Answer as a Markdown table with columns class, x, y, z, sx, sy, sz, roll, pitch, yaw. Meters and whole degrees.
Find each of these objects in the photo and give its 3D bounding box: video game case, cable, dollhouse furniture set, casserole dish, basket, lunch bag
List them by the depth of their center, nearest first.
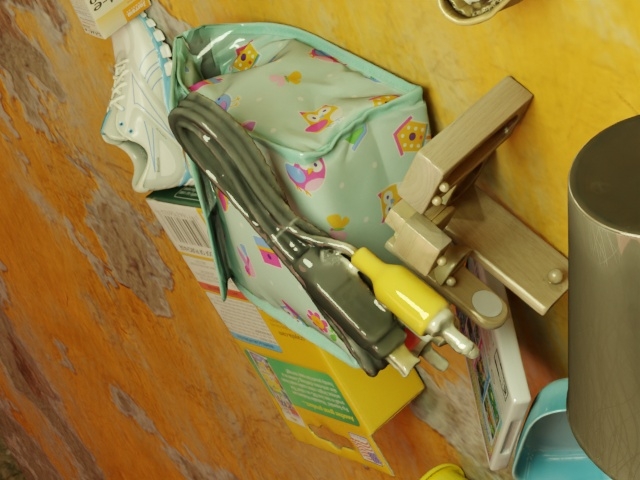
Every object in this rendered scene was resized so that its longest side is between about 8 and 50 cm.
| class | x | y | z | sx | sy | sz | roll | pitch | yaw |
| --- | --- | --- | --- | --- | --- | --- | --- | --- | --- |
| basket | 0.238 | 0.042 | 1.180 | 0.204 | 0.154 | 0.227 | 32 | 148 | 41 |
| dollhouse furniture set | 0.134 | -0.016 | 1.328 | 0.123 | 0.144 | 0.151 | 40 | 142 | 12 |
| cable | 0.000 | 0.000 | 1.371 | 0.287 | 0.072 | 0.139 | 48 | 164 | 5 |
| casserole dish | 0.216 | 0.154 | 1.478 | 0.188 | 0.114 | 0.037 | 95 | 173 | -62 |
| video game case | 0.141 | 0.092 | 1.506 | 0.143 | 0.019 | 0.157 | 95 | 167 | -61 |
| lunch bag | -0.026 | -0.050 | 1.519 | 0.262 | 0.160 | 0.223 | 28 | 142 | 44 |

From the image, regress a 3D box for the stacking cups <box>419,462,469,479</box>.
| class | x | y | z | sx | sy | sz | roll | pitch | yaw |
| --- | --- | --- | --- | --- | --- | --- | --- | --- | --- |
| stacking cups | 0.224 | 0.325 | 1.759 | 0.316 | 0.096 | 0.096 | 27 | 149 | 37 |

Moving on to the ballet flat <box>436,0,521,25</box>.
| class | x | y | z | sx | sy | sz | roll | pitch | yaw |
| --- | --- | --- | --- | --- | --- | --- | --- | --- | --- |
| ballet flat | 0.126 | -0.196 | 1.110 | 0.080 | 0.073 | 0.232 | 46 | 158 | 9 |

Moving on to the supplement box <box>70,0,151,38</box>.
| class | x | y | z | sx | sy | sz | roll | pitch | yaw |
| --- | --- | --- | --- | --- | --- | --- | --- | --- | --- |
| supplement box | -0.207 | -0.246 | 1.694 | 0.036 | 0.062 | 0.098 | 23 | 146 | 47 |

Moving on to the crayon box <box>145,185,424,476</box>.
| class | x | y | z | sx | sy | sz | roll | pitch | yaw |
| --- | --- | --- | --- | --- | --- | --- | --- | --- | --- |
| crayon box | -0.025 | 0.072 | 1.823 | 0.203 | 0.083 | 0.323 | 10 | 135 | 59 |

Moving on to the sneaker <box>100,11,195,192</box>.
| class | x | y | z | sx | sy | sz | roll | pitch | yaw |
| --- | --- | --- | --- | --- | --- | --- | --- | --- | --- |
| sneaker | -0.179 | -0.135 | 1.751 | 0.071 | 0.083 | 0.191 | -16 | 94 | 64 |
